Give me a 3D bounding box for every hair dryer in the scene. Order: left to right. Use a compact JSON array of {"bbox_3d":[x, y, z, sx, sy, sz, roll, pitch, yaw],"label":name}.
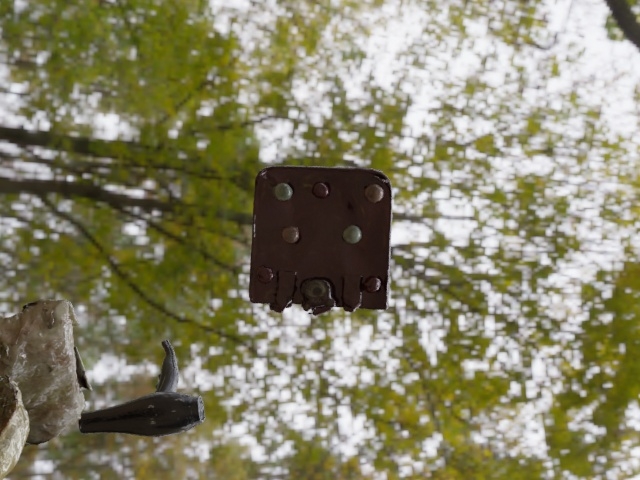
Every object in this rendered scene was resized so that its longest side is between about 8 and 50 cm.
[{"bbox_3d":[-0.276,0.233,1.916,0.219,0.196,0.075,-87,169,-58],"label":"hair dryer"}]

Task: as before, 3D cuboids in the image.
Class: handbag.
[{"bbox_3d":[0.000,-0.001,1.692,0.074,0.203,0.216,27,66,-85],"label":"handbag"}]

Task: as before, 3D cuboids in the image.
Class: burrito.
[{"bbox_3d":[-0.401,0.188,1.625,0.347,0.175,0.107,103,-6,-54],"label":"burrito"}]

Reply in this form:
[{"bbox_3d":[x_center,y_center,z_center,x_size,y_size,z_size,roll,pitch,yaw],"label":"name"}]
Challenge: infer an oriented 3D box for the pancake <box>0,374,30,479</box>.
[{"bbox_3d":[-0.440,0.245,1.147,0.356,0.356,0.065,18,-41,54],"label":"pancake"}]
